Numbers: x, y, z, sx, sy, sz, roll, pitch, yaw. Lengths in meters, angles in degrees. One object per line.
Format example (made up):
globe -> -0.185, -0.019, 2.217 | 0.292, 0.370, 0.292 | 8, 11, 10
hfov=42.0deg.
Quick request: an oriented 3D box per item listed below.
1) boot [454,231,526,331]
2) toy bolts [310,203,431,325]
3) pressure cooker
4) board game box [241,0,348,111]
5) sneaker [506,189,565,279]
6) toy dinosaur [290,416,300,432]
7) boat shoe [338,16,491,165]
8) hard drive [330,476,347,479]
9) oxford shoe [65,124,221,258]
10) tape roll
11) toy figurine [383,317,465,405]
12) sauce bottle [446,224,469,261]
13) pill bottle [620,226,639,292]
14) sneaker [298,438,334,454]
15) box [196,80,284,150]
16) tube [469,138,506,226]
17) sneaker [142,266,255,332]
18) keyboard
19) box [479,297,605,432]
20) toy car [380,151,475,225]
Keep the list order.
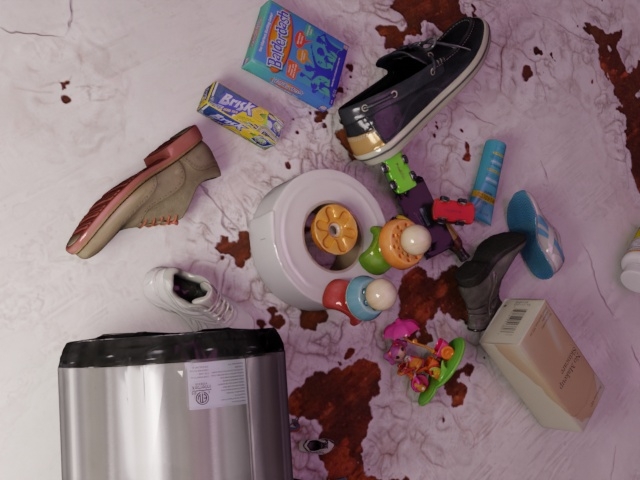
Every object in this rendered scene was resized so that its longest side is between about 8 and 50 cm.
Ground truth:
boot -> 0.405, 0.095, 1.959 | 0.246, 0.083, 0.161 | -36, 122, -32
toy bolts -> 0.091, 0.037, 1.601 | 0.218, 0.158, 0.229 | 30, 65, -24
pressure cooker -> -0.227, 0.351, 1.313 | 0.369, 0.375, 0.421 | -6, 84, 9
board game box -> -0.051, -0.394, 1.789 | 0.210, 0.047, 0.160 | 24, 68, -26
sneaker -> 0.535, -0.022, 2.070 | 0.092, 0.087, 0.229 | -32, 105, -40
toy dinosaur -> -0.080, 0.366, 1.627 | 0.082, 0.047, 0.090 | 30, 98, -33
boat shoe -> 0.218, -0.375, 1.880 | 0.500, 0.186, 0.156 | -47, 111, -25
hard drive -> -0.004, 0.598, 1.603 | 0.172, 0.054, 0.255 | -5, 83, -33
oxford shoe -> -0.307, -0.067, 1.515 | 0.348, 0.123, 0.130 | -47, 111, -29
tape roll -> 0.000, 0.000, 1.707 | 0.286, 0.100, 0.286 | 7, 77, -31
toy figurine -> 0.198, 0.243, 1.795 | 0.159, 0.130, 0.173 | 33, 88, -8
sauce bottle -> 0.300, -0.005, 1.934 | 0.042, 0.042, 0.128 | -43, 103, -32
pill bottle -> 0.892, 0.039, 2.257 | 0.117, 0.117, 0.215 | 48, 59, -15
sneaker -> -0.002, 0.410, 1.655 | 0.083, 0.037, 0.032 | 6, 75, -33
box -> -0.160, -0.251, 1.685 | 0.169, 0.054, 0.059 | 28, 66, -24
tube -> 0.406, -0.143, 2.032 | 0.080, 0.052, 0.207 | 21, 75, -20
sneaker -> -0.211, 0.121, 1.536 | 0.232, 0.115, 0.090 | 30, 65, -24
keyboard -> 0.219, -0.045, 1.890 | 0.108, 0.023, 0.180 | -26, 89, -10
box -> 0.518, 0.290, 1.935 | 0.311, 0.121, 0.148 | 50, 60, -24
toy car -> 0.199, -0.096, 1.853 | 0.239, 0.053, 0.225 | -25, 89, -10
